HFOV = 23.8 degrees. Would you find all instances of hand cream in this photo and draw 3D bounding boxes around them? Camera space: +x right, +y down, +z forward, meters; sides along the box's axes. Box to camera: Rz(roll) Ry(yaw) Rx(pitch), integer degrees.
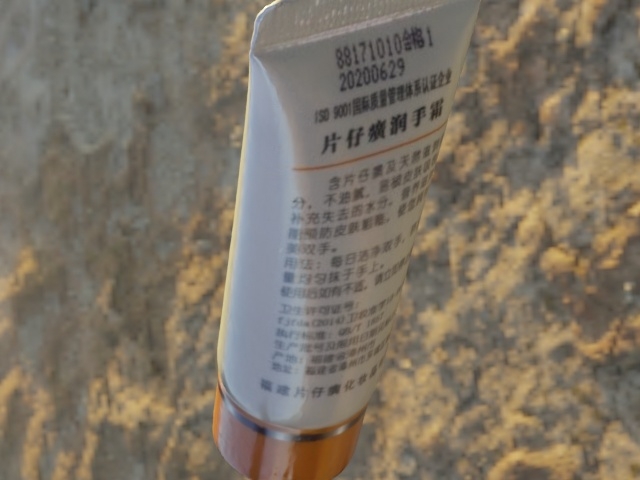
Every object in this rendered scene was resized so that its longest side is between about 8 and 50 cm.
[{"bbox_3d":[0.000,0.000,0.779,0.089,0.140,0.314,46,138,32],"label":"hand cream"}]
